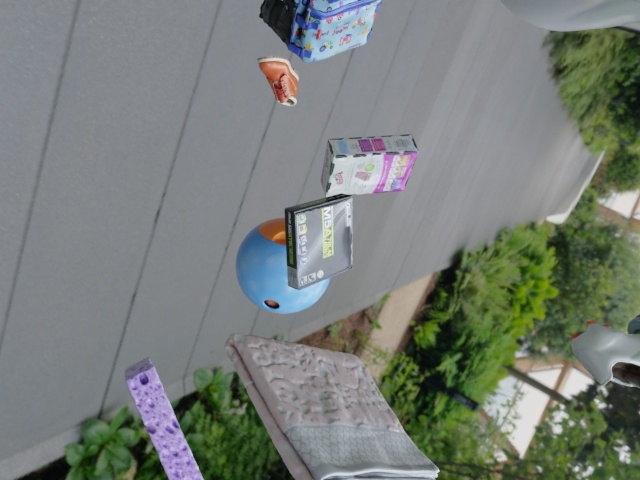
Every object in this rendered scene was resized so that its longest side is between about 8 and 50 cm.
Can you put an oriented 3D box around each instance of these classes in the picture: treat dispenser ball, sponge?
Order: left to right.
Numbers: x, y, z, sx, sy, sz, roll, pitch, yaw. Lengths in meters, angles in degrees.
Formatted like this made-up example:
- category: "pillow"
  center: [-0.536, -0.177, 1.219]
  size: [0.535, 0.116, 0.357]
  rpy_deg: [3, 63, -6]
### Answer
- category: "sponge"
  center: [-0.145, 0.224, 0.559]
  size: [0.031, 0.210, 0.117]
  rpy_deg: [-24, -179, -21]
- category: "treat dispenser ball"
  center: [-0.109, 0.075, 1.631]
  size: [0.288, 0.288, 0.288]
  rpy_deg: [-47, 153, -33]

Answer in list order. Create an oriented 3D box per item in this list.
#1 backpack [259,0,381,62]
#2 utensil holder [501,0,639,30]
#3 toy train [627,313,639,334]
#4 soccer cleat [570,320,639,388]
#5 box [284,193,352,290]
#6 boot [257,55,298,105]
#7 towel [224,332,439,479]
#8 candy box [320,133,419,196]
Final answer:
- category: "backpack"
  center: [0.012, -0.353, 0.742]
  size: [0.158, 0.117, 0.173]
  rpy_deg: [-26, 160, -28]
- category: "utensil holder"
  center: [0.402, -0.438, 0.684]
  size: [0.385, 0.328, 0.327]
  rpy_deg: [-81, -169, -73]
- category: "toy train"
  center: [0.582, 0.180, 0.756]
  size: [0.142, 0.190, 0.334]
  rpy_deg: [-25, -178, -10]
- category: "soccer cleat"
  center: [0.384, 0.138, 0.637]
  size: [0.068, 0.196, 0.076]
  rpy_deg: [109, -22, -43]
- category: "box"
  center: [0.000, 0.000, 1.271]
  size: [0.184, 0.045, 0.190]
  rpy_deg: [-16, 114, -39]
- category: "boot"
  center: [-0.090, -0.355, 1.218]
  size: [0.158, 0.059, 0.084]
  rpy_deg: [14, 76, -67]
- category: "towel"
  center: [0.024, 0.292, 0.948]
  size: [0.332, 0.317, 0.053]
  rpy_deg: [22, 109, -43]
- category: "candy box"
  center: [0.127, -0.200, 1.465]
  size: [0.234, 0.071, 0.159]
  rpy_deg: [-6, 145, -14]
